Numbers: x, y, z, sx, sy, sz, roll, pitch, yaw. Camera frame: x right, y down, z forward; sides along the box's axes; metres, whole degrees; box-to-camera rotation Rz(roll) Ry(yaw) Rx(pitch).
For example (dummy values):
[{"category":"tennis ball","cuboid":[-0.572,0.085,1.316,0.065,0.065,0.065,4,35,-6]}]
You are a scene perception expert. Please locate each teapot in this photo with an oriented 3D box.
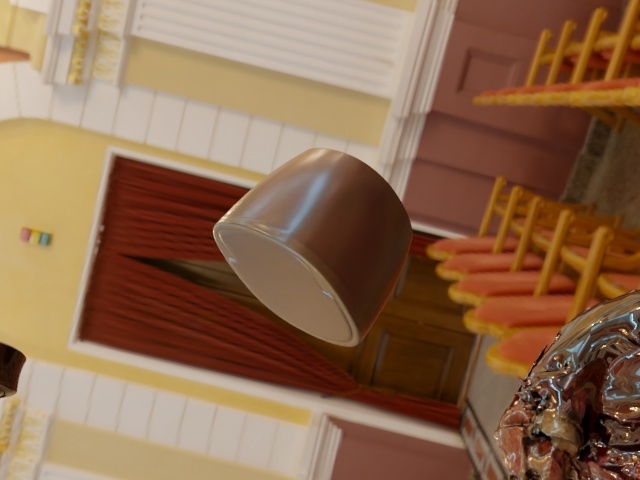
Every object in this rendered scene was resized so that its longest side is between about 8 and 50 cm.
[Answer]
[{"category":"teapot","cuboid":[-0.251,0.098,0.579,0.100,0.068,0.045,133,147,-55]}]

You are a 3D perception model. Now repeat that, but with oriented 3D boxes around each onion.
[{"category":"onion","cuboid":[0.291,0.155,0.620,0.281,0.281,0.221,-80,3,-76]}]

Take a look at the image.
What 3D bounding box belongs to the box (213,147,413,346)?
[{"category":"box","cuboid":[0.000,0.000,1.335,0.216,0.301,0.301,-53,-8,-22]}]
